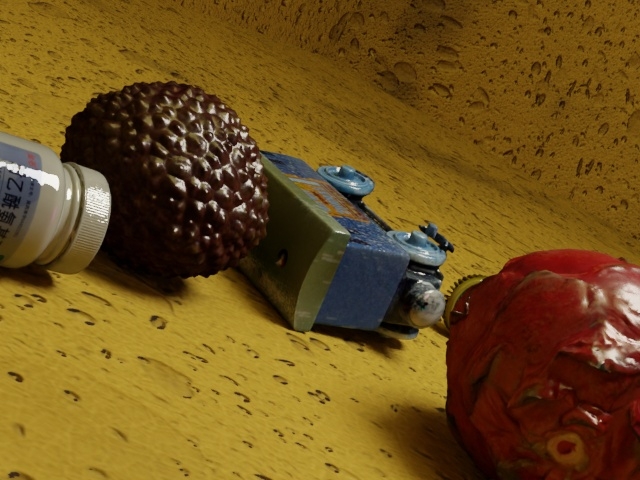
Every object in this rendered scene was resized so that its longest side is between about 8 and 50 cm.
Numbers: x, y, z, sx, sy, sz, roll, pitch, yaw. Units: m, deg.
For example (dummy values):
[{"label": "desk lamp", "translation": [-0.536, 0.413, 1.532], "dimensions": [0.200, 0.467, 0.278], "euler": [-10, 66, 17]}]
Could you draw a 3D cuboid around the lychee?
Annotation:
[{"label": "lychee", "translation": [-0.136, -0.046, 1.129], "dimensions": [0.188, 0.188, 0.188], "euler": [26, 13, -6]}]

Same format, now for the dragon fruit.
[{"label": "dragon fruit", "translation": [0.216, 0.121, 1.066], "dimensions": [0.241, 0.241, 0.252], "euler": [33, 1, 22]}]

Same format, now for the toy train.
[{"label": "toy train", "translation": [0.000, 0.000, 1.329], "dimensions": [0.202, 0.131, 0.299], "euler": [9, 20, -34]}]

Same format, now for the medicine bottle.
[{"label": "medicine bottle", "translation": [-0.263, -0.037, 0.958], "dimensions": [0.186, 0.103, 0.103], "euler": [19, 16, -37]}]

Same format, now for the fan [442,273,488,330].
[{"label": "fan", "translation": [0.208, 0.101, 1.477], "dimensions": [0.155, 0.082, 0.039], "euler": [38, 1, -22]}]
